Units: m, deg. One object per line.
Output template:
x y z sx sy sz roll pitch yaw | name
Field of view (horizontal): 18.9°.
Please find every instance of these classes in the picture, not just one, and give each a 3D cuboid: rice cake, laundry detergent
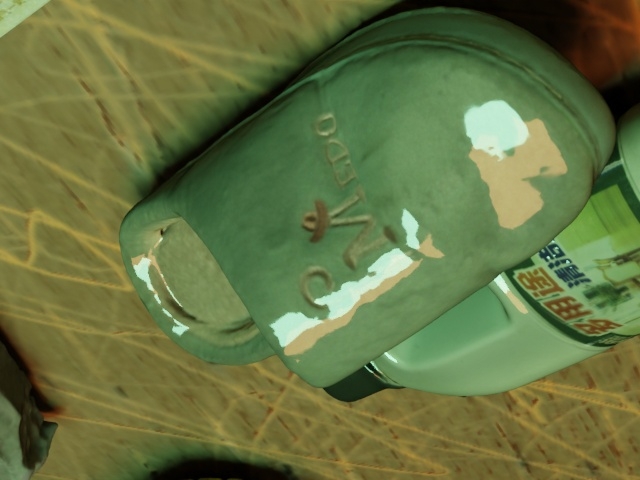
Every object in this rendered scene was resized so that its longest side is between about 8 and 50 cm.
-0.185 0.043 0.884 0.049 0.055 0.270 -1 149 15 | rice cake
0.082 0.017 0.811 0.099 0.070 0.225 29 140 -35 | laundry detergent

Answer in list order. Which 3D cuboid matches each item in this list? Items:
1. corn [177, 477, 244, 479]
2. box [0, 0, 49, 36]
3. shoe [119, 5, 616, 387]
-0.103 0.236 1.113 0.122 0.123 0.305 17 145 -15 | corn
-0.122 -0.094 0.634 0.024 0.090 0.167 29 139 -35 | box
0.000 0.000 0.743 0.103 0.100 0.251 46 138 -15 | shoe
